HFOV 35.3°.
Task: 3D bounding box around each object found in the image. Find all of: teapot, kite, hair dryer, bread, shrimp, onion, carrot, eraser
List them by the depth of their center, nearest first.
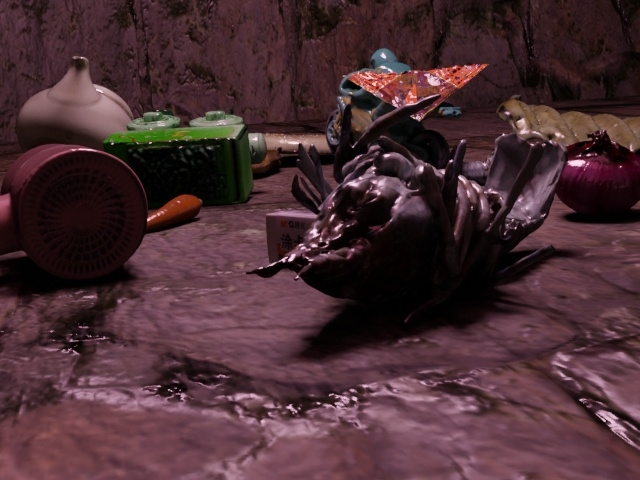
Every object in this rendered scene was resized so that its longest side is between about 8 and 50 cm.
[{"bbox_3d":[0.095,-0.026,0.818,0.221,0.166,0.410,20,8,31],"label":"shrimp"},{"bbox_3d":[0.000,0.000,0.950,0.122,0.052,0.029,5,11,42],"label":"eraser"},{"bbox_3d":[-0.362,-0.009,0.992,0.352,0.125,0.210,-15,12,-20],"label":"hair dryer"},{"bbox_3d":[0.315,-0.079,1.142,0.115,0.105,0.115,-5,30,3],"label":"onion"},{"bbox_3d":[-0.190,-0.034,1.273,0.035,0.035,0.142,1,15,26],"label":"carrot"},{"bbox_3d":[0.142,-0.215,1.476,0.222,0.008,0.125,-4,48,5],"label":"kite"},{"bbox_3d":[0.269,-0.105,1.483,0.174,0.076,0.082,-2,-32,34],"label":"shrimp"},{"bbox_3d":[-0.343,-0.158,1.682,0.318,0.149,0.220,32,-32,-25],"label":"teapot"},{"bbox_3d":[-0.150,-0.138,1.818,0.150,0.051,0.217,-8,7,24],"label":"shrimp"},{"bbox_3d":[-0.046,-0.193,2.024,0.266,0.041,0.267,1,4,0],"label":"bread"}]

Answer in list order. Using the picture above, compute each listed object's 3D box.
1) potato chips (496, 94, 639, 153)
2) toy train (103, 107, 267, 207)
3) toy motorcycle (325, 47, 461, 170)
[{"bbox_3d":[0.503,-0.196,1.771,0.373,0.097,0.389,7,12,23],"label":"potato chips"},{"bbox_3d":[-0.207,-0.120,1.512,0.243,0.133,0.188,-2,18,7],"label":"toy train"},{"bbox_3d":[0.112,-0.195,1.582,0.109,0.198,0.296,-5,23,-36],"label":"toy motorcycle"}]
